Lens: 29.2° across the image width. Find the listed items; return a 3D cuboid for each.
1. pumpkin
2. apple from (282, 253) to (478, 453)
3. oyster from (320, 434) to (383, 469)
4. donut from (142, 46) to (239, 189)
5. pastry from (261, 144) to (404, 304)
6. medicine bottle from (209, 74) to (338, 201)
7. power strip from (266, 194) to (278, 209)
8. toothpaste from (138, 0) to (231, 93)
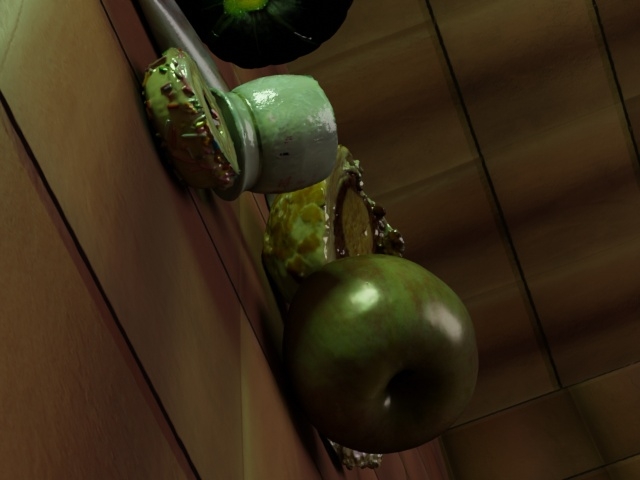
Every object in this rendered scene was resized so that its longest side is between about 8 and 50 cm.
[{"bbox_3d":[-0.081,-0.434,1.963,0.296,0.296,0.296,-21,90,-85],"label":"pumpkin"},{"bbox_3d":[0.072,0.143,1.620,0.257,0.257,0.234,67,-10,-27],"label":"apple"},{"bbox_3d":[0.043,0.261,1.808,0.191,0.081,0.163,-100,164,-83],"label":"oyster"},{"bbox_3d":[-0.149,-0.132,1.387,0.174,0.068,0.174,-23,90,-85],"label":"donut"},{"bbox_3d":[-0.005,-0.001,1.822,0.237,0.170,0.256,63,34,-29],"label":"pastry"},{"bbox_3d":[-0.071,-0.128,1.530,0.147,0.143,0.147,36,-47,52],"label":"medicine bottle"},{"bbox_3d":[-0.084,-0.100,2.162,0.191,0.030,0.047,-105,173,-47],"label":"power strip"},{"bbox_3d":[-0.173,-0.236,1.592,0.100,0.066,0.323,-89,154,-64],"label":"toothpaste"}]
